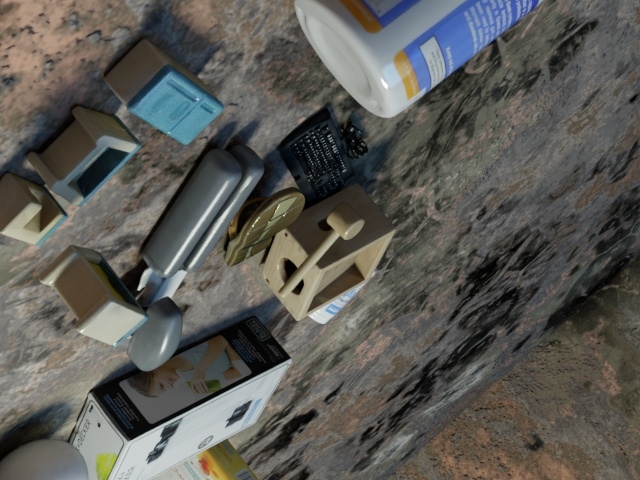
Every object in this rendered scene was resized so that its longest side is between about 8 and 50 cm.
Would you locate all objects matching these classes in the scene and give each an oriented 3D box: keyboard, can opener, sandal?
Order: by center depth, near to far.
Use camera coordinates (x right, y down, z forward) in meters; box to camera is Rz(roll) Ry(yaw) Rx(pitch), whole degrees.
[{"bbox_3d":[-0.139,0.026,1.402,0.076,0.095,0.283,-15,148,-53],"label":"can opener"},{"bbox_3d":[-0.077,-0.022,1.500,0.072,0.049,0.180,-23,169,-28],"label":"sandal"},{"bbox_3d":[0.014,-0.095,1.519,0.100,0.038,0.192,-40,161,-3],"label":"keyboard"}]

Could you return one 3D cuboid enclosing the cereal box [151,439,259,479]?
[{"bbox_3d":[-0.185,0.378,1.947,0.047,0.173,0.240,-24,153,-41],"label":"cereal box"}]

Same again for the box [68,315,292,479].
[{"bbox_3d":[-0.192,0.227,1.742,0.290,0.087,0.169,-22,153,-42],"label":"box"}]

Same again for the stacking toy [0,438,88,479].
[{"bbox_3d":[-0.447,0.429,1.512,0.480,0.351,0.350,-54,166,-24],"label":"stacking toy"}]

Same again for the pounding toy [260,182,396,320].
[{"bbox_3d":[-0.006,0.001,1.592,0.181,0.094,0.206,-28,159,-30],"label":"pounding toy"}]

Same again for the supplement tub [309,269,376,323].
[{"bbox_3d":[0.019,0.055,1.794,0.107,0.071,0.071,-47,160,14],"label":"supplement tub"}]

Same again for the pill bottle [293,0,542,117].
[{"bbox_3d":[0.122,-0.252,1.217,0.272,0.152,0.152,-38,160,-8],"label":"pill bottle"}]

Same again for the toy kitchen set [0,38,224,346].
[{"bbox_3d":[-0.155,-0.035,1.138,0.207,0.166,0.122,-43,160,7],"label":"toy kitchen set"}]
